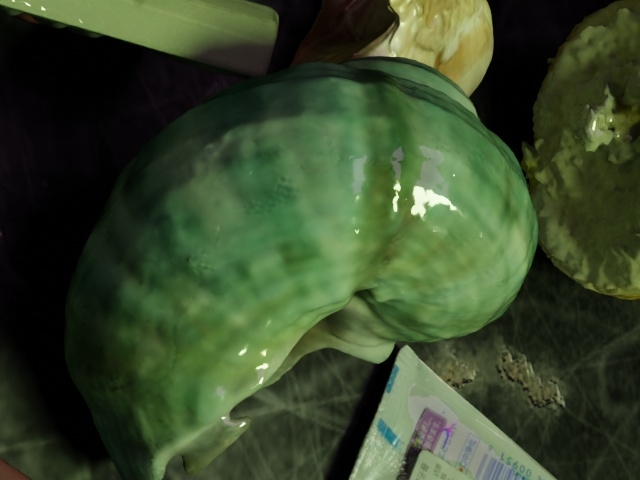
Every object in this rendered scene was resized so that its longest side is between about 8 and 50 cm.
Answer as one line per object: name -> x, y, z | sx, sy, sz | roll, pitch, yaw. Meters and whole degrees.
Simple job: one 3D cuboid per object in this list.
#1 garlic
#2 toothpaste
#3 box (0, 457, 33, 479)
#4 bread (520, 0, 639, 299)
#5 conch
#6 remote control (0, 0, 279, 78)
garlic -> 0.038, -0.113, 0.954 | 0.174, 0.099, 0.124 | -44, 130, -35
toothpaste -> 0.135, 0.191, 0.988 | 0.299, 0.073, 0.114 | 39, 57, -21
box -> -0.231, 0.130, 0.582 | 0.294, 0.193, 0.167 | 41, 47, -28
bread -> 0.233, -0.057, 1.057 | 0.246, 0.176, 0.195 | 3, 90, -45
conch -> 0.000, 0.000, 0.801 | 0.195, 0.220, 0.277 | 28, 53, 4
remote control -> -0.160, -0.123, 0.748 | 0.285, 0.123, 0.038 | 9, 96, -42
